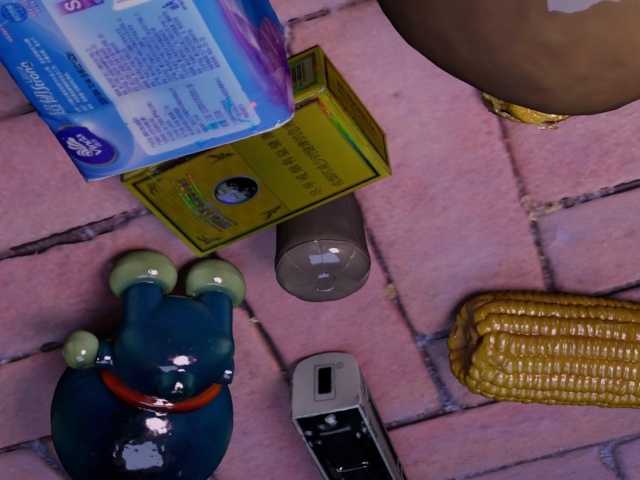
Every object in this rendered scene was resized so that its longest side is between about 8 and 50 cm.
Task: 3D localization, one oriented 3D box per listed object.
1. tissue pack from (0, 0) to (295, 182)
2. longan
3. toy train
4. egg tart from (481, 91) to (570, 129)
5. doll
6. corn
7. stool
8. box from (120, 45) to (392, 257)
[{"bbox_3d":[-0.157,-0.196,1.129,0.198,0.146,0.263,-15,140,13],"label":"tissue pack"},{"bbox_3d":[0.170,-0.240,1.033,0.297,0.297,0.297,-4,140,-3],"label":"longan"},{"bbox_3d":[0.055,0.282,1.769,0.086,0.088,0.407,-12,140,9],"label":"toy train"},{"bbox_3d":[0.211,-0.147,1.310,0.130,0.052,0.130,-5,137,-4],"label":"egg tart"},{"bbox_3d":[-0.186,0.167,1.531,0.198,0.186,0.322,5,136,-13],"label":"doll"},{"bbox_3d":[0.317,0.126,1.593,0.344,0.131,0.131,6,139,-17],"label":"corn"},{"bbox_3d":[0.000,0.000,1.411,0.096,0.110,0.096,-3,142,-3],"label":"stool"},{"bbox_3d":[-0.061,-0.079,1.347,0.220,0.064,0.141,-21,139,19],"label":"box"}]
